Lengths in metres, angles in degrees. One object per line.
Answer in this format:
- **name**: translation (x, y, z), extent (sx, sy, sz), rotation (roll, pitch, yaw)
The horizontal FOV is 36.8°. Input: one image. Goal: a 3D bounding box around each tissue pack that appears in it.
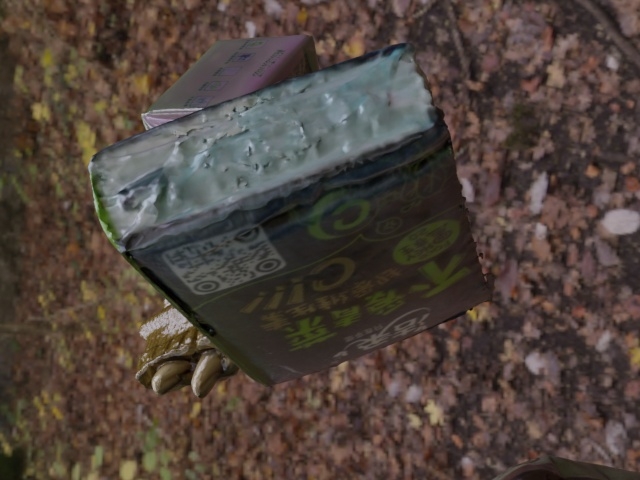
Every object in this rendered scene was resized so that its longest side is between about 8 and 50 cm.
- **tissue pack**: translation (0.000, 0.000, 0.548), extent (0.235, 0.173, 0.073), rotation (57, -166, -62)

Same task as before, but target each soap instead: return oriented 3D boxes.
- **soap**: translation (-0.084, -0.117, 1.111), extent (0.199, 0.138, 0.182), rotation (-57, -37, -46)

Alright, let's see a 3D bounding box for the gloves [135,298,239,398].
- **gloves**: translation (-0.144, 0.044, 1.222), extent (0.203, 0.155, 0.357), rotation (104, 170, -48)

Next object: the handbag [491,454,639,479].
- **handbag**: translation (0.123, 0.191, 0.477), extent (0.213, 0.235, 0.127), rotation (-57, 28, 30)
